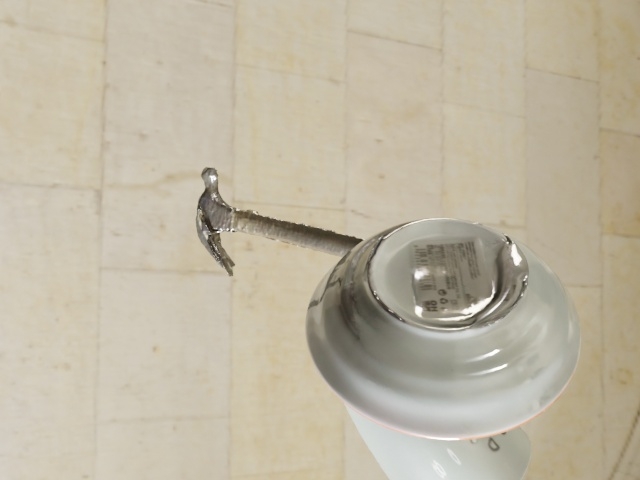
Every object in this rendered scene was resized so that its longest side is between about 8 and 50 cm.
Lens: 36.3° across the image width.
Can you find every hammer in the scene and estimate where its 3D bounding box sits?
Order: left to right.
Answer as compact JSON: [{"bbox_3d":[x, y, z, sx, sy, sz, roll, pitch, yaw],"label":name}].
[{"bbox_3d":[0.000,0.000,1.047,0.297,0.027,0.125,11,-64,19],"label":"hammer"}]

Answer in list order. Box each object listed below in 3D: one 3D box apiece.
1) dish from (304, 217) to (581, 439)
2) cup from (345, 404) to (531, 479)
[{"bbox_3d":[0.114,0.052,0.899,0.085,0.260,0.260,87,-22,-45],"label":"dish"},{"bbox_3d":[0.159,0.226,1.356,0.186,0.258,0.234,-30,-76,37],"label":"cup"}]
